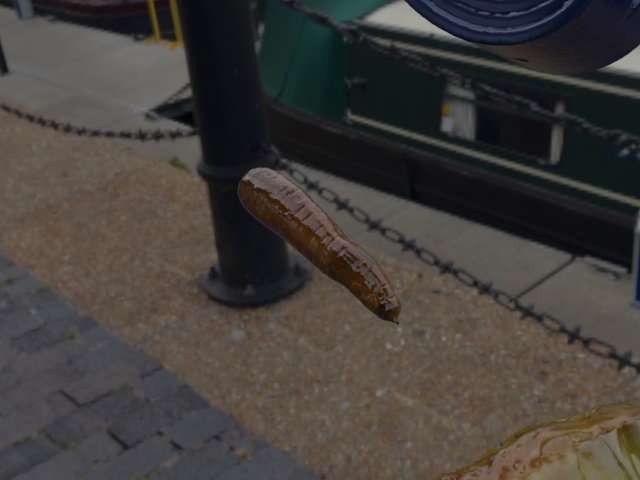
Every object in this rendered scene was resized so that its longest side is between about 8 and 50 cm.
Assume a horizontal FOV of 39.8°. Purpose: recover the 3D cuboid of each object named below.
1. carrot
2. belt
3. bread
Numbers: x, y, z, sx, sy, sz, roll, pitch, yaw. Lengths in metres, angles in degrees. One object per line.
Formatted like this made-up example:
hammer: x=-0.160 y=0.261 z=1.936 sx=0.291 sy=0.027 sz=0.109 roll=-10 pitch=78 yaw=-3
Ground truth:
carrot: x=0.000 y=0.000 z=0.922 sx=0.059 sy=0.059 sz=0.248 roll=-27 pitch=55 yaw=-35
belt: x=0.139 y=-0.291 z=0.700 sx=0.212 sy=0.346 sz=0.117 roll=-36 pitch=-25 yaw=34
bread: x=0.139 y=0.176 z=0.536 sx=0.153 sy=0.288 sz=0.119 roll=-27 pitch=70 yaw=2
